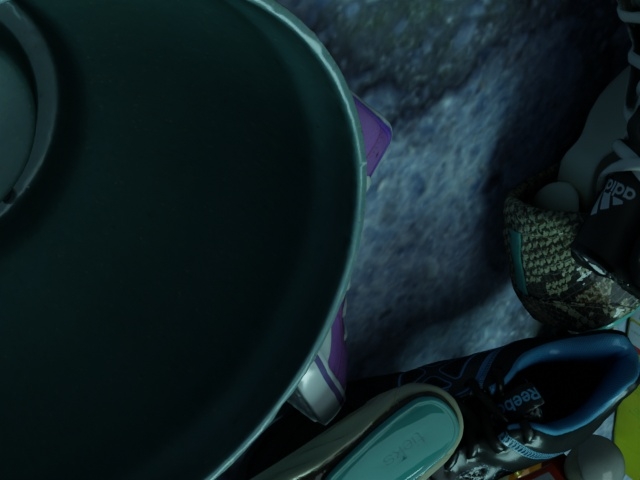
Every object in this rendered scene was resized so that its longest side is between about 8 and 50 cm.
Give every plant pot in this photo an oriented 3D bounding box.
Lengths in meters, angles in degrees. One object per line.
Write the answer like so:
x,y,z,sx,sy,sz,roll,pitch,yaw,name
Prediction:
-0.153,-0.017,0.541,0.293,0.196,0.293,-26,134,-29,plant pot

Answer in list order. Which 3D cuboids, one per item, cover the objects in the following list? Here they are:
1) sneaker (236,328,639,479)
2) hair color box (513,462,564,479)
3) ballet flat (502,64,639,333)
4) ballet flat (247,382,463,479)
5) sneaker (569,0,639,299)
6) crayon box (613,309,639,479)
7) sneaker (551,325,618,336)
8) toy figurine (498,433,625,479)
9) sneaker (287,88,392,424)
0.094,0.139,0.908,0.341,0.125,0.139,-19,165,-27,sneaker
0.122,0.249,0.941,0.167,0.053,0.093,-42,161,20,hair color box
0.348,-0.112,0.995,0.483,0.164,0.182,-35,128,-15,ballet flat
-0.013,0.178,0.797,0.248,0.086,0.086,-32,137,-14,ballet flat
0.261,-0.108,0.811,0.257,0.169,0.447,-40,112,-8,sneaker
0.413,0.172,1.227,0.081,0.202,0.318,-29,137,-25,crayon box
0.236,0.115,1.139,0.065,0.061,0.158,7,135,-4,sneaker
0.197,0.278,1.074,0.148,0.213,0.209,-23,153,36,toy figurine
0.001,0.000,0.780,0.161,0.102,0.282,-40,139,-19,sneaker
